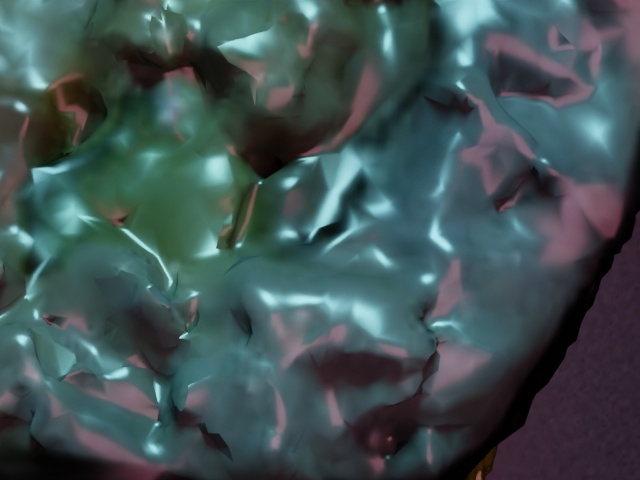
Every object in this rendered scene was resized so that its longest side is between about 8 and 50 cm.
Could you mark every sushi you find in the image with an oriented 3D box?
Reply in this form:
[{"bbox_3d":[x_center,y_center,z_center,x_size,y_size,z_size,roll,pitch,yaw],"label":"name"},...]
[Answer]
[{"bbox_3d":[-0.062,-0.037,0.547,0.327,0.285,0.329,4,72,-2],"label":"sushi"}]

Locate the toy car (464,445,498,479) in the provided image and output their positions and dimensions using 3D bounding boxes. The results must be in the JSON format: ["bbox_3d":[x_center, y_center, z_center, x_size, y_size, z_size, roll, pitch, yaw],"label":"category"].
[{"bbox_3d":[0.000,0.000,0.757,0.198,0.166,0.314,10,69,10],"label":"toy car"}]
